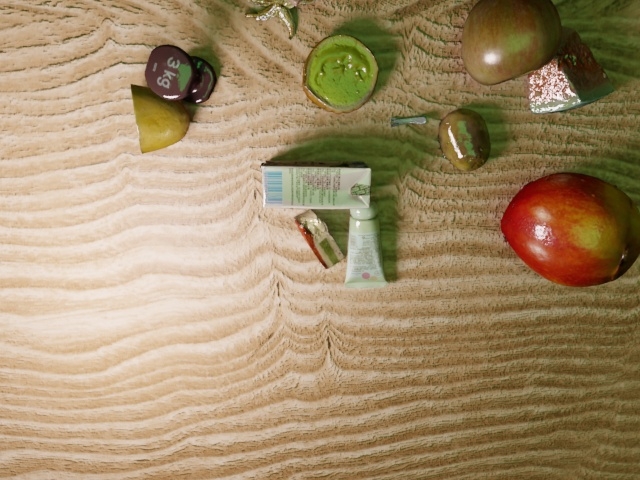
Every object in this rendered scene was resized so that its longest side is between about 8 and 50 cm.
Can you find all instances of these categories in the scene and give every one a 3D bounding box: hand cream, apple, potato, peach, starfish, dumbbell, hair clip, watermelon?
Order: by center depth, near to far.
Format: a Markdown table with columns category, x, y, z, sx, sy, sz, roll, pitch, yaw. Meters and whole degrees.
| category | x | y | z | sx | sy | sz | roll | pitch | yaw |
| --- | --- | --- | --- | --- | --- | --- | --- | --- | --- |
| apple | 0.520 | -0.565 | 1.156 | 0.256 | 0.257 | 0.234 | -13 | 102 | 3 |
| dumbbell | -0.390 | -0.465 | 1.190 | 0.124 | 0.225 | 0.140 | 27 | 106 | -4 |
| starfish | -0.123 | -0.703 | 1.227 | 0.223 | 0.050 | 0.217 | -8 | 97 | -3 |
| watermelon | 0.722 | -0.515 | 1.252 | 0.192 | 0.140 | 0.257 | -20 | 97 | -3 |
| potato | -0.476 | -0.360 | 1.259 | 0.158 | 0.178 | 0.204 | -4 | 118 | -21 |
| peach | 0.744 | -0.032 | 1.269 | 0.370 | 0.370 | 0.370 | 0 | 105 | 0 |
| potato | 0.457 | -0.313 | 1.313 | 0.164 | 0.081 | 0.200 | -25 | 102 | 7 |
| hair clip | 0.278 | -0.376 | 1.316 | 0.115 | 0.039 | 0.030 | -5 | 100 | 4 |
| hand cream | 0.149 | 0.018 | 1.395 | 0.147 | 0.093 | 0.306 | -2 | 107 | 2 |

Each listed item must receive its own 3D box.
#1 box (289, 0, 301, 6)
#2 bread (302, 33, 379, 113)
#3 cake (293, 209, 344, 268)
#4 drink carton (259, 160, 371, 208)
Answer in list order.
| category | x | y | z | sx | sy | sz | roll | pitch | yaw |
| --- | --- | --- | --- | --- | --- | --- | --- | --- | --- |
| box | -0.100 | -0.722 | 1.190 | 0.115 | 0.025 | 0.048 | 39 | 90 | -4 |
| bread | 0.058 | -0.498 | 1.265 | 0.236 | 0.070 | 0.236 | 0 | 106 | -1 |
| cake | 0.001 | 0.002 | 1.376 | 0.086 | 0.117 | 0.220 | -32 | 102 | 2 |
| drink carton | -0.017 | -0.175 | 1.287 | 0.324 | 0.194 | 0.132 | 0 | 107 | -1 |
